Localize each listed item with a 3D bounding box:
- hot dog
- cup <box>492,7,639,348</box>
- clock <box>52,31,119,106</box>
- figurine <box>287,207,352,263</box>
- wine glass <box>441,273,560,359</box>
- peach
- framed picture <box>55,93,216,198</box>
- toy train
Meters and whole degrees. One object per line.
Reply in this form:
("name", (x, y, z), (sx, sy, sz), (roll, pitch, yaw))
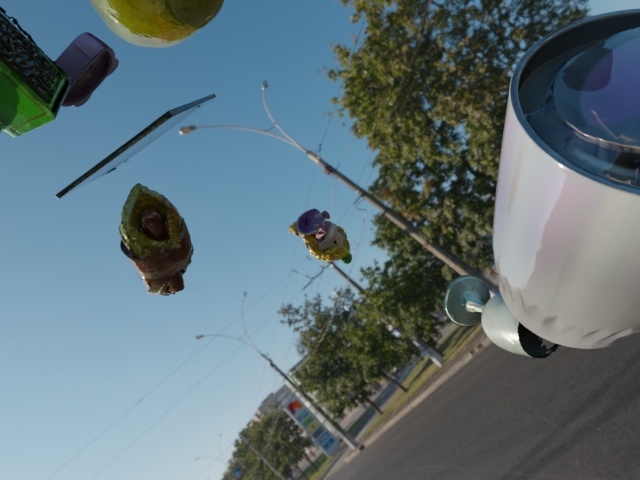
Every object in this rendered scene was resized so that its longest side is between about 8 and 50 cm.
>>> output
("hot dog", (-0.291, 0.018, 0.853), (0.123, 0.093, 0.261), (-43, -35, -29))
("cup", (0.325, -0.042, 0.525), (0.253, 0.253, 0.371), (-43, -32, -17))
("clock", (-0.481, -0.339, 0.930), (0.152, 0.050, 0.110), (-47, 8, 1))
("figurine", (0.000, 0.000, 1.025), (0.156, 0.115, 0.095), (40, -120, -44))
("wine glass", (0.410, 0.170, 1.068), (0.143, 0.143, 0.321), (-47, 13, -3))
("peach", (-0.366, -0.583, 1.024), (0.316, 0.281, 0.314), (-5, -5, 2))
("framed picture", (-0.403, -0.217, 1.036), (0.339, 0.014, 0.255), (-27, 18, 20))
("toy train", (-0.562, -0.279, 0.761), (0.188, 0.132, 0.243), (-18, -39, 16))
